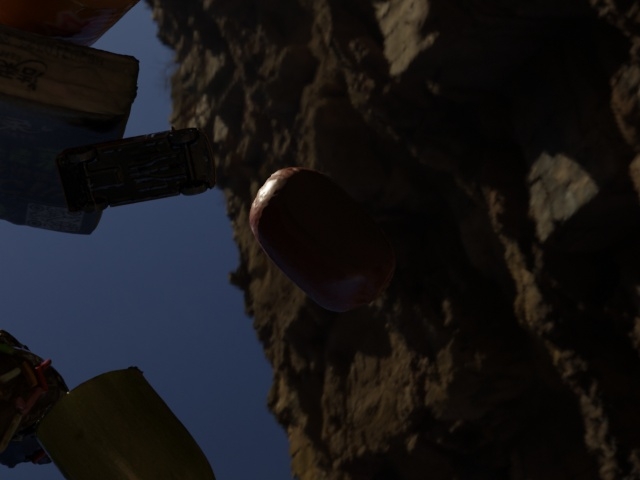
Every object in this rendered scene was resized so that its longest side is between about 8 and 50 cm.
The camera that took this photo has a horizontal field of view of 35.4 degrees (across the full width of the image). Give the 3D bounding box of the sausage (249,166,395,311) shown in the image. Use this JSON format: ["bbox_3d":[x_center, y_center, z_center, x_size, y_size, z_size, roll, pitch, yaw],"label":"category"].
[{"bbox_3d":[0.000,0.000,0.580,0.094,0.054,0.059,44,-118,3],"label":"sausage"}]

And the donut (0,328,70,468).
[{"bbox_3d":[-0.404,0.252,1.145,0.136,0.259,0.345,16,-130,12],"label":"donut"}]

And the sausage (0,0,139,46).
[{"bbox_3d":[-0.376,-0.373,1.395,0.233,0.287,0.233,10,-107,-35],"label":"sausage"}]

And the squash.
[{"bbox_3d":[-0.165,0.218,0.933,0.123,0.123,0.187,-32,-110,-34],"label":"squash"}]

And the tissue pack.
[{"bbox_3d":[-0.431,-0.149,1.433,0.288,0.394,0.124,12,-116,-14],"label":"tissue pack"}]

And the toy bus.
[{"bbox_3d":[-0.232,-0.096,1.288,0.194,0.083,0.088,-10,-160,-3],"label":"toy bus"}]
